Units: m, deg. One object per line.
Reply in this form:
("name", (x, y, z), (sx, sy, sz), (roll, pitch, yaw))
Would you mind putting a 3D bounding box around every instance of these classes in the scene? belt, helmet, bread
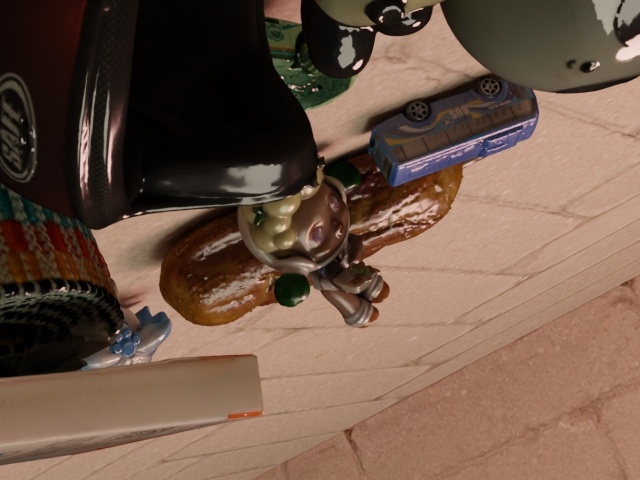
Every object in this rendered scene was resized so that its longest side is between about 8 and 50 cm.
("belt", (-0.245, 0.026, 0.947), (0.207, 0.150, 0.257), (-18, 168, -6))
("helmet", (-0.081, -0.108, 0.653), (0.189, 0.193, 0.216), (102, 13, -48))
("bread", (0.013, -0.015, 1.347), (0.344, 0.084, 0.124), (-23, 165, -5))

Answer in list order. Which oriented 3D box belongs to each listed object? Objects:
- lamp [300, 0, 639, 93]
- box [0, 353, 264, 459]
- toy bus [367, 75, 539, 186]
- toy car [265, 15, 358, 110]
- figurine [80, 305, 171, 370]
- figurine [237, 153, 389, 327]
("lamp", (0.114, -0.169, 0.803), (0.244, 0.198, 0.198), (-10, 162, -17))
("box", (-0.220, 0.125, 0.969), (0.265, 0.048, 0.273), (-2, 170, -39))
("toy bus", (0.118, -0.098, 1.269), (0.153, 0.061, 0.051), (-19, 159, -14))
("toy car", (-0.064, -0.115, 0.930), (0.186, 0.058, 0.093), (0, 155, -32))
("figurine", (-0.204, 0.097, 1.440), (0.114, 0.079, 0.114), (-19, -158, 8))
("figurine", (0.001, 0.000, 1.243), (0.093, 0.147, 0.197), (-10, 137, 47))
